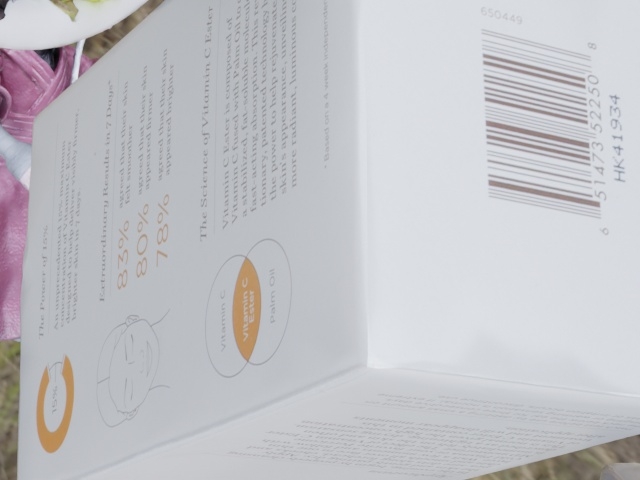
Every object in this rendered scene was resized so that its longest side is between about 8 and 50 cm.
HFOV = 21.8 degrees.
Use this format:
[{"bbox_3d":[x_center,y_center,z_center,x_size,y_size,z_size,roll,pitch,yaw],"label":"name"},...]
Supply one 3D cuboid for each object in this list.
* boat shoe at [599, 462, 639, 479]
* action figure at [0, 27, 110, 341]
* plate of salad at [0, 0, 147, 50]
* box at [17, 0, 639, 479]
[{"bbox_3d":[0.217,0.159,0.904,0.088,0.267,0.096,-5,76,-6],"label":"boat shoe"},{"bbox_3d":[-0.283,-0.093,1.495,0.248,0.275,0.370,-10,116,-62],"label":"action figure"},{"bbox_3d":[-0.078,-0.159,0.546,0.200,0.048,0.200,-30,129,-45],"label":"plate of salad"},{"bbox_3d":[0.000,0.000,0.767,0.168,0.345,0.215,9,70,-29],"label":"box"}]
